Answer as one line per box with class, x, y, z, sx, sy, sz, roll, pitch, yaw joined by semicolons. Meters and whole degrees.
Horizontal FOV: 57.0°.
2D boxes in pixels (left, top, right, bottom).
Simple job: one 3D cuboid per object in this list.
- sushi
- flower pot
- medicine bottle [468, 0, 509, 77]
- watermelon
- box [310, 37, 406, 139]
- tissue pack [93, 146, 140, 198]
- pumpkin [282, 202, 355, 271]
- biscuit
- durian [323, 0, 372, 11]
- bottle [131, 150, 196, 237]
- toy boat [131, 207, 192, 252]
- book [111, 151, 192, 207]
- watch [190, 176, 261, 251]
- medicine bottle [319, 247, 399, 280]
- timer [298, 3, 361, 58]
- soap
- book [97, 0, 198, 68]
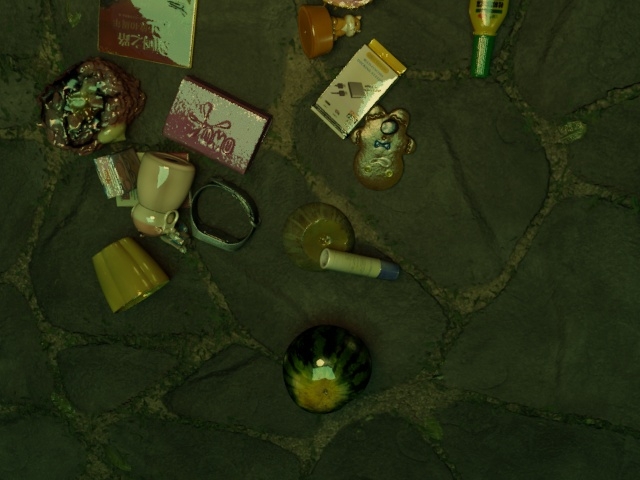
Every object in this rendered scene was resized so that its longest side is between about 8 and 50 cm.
sushi;-0.617;-0.360;1.594;0.270;0.171;0.236;-35;101;11
flower pot;-0.571;0.095;1.747;0.195;0.195;0.179;-33;89;16
medicine bottle;0.413;-0.541;1.466;0.095;0.064;0.260;5;110;5
watermelon;0.015;0.376;1.731;0.269;0.269;0.269;2;109;6
box;0.097;-0.399;1.555;0.129;0.033;0.247;44;109;6
tissue pack;-0.554;-0.189;1.631;0.065;0.155;0.115;-14;104;12
pumpkin;-0.008;0.003;1.685;0.217;0.110;0.217;1;103;2
biscuit;0.168;-0.251;1.611;0.180;0.039;0.236;8;111;3
durian;0.033;-0.684;1.444;0.341;0.112;0.191;31;118;4
bottle;-0.447;-0.117;1.637;0.148;0.147;0.236;20;104;0
toy boat;-0.471;-0.042;1.741;0.210;0.084;0.066;31;105;6
book;-0.490;-0.176;1.719;0.232;0.022;0.162;1;106;7
watch;-0.275;-0.073;1.707;0.206;0.068;0.193;23;111;1
medicine bottle;0.112;0.070;1.664;0.231;0.059;0.059;12;112;-26
timer;0.033;-0.540;1.496;0.152;0.132;0.132;-14;108;-12
soap;-0.282;-0.315;1.616;0.259;0.081;0.181;27;110;-3
book;-0.448;-0.664;1.546;0.263;0.028;0.373;11;109;1
